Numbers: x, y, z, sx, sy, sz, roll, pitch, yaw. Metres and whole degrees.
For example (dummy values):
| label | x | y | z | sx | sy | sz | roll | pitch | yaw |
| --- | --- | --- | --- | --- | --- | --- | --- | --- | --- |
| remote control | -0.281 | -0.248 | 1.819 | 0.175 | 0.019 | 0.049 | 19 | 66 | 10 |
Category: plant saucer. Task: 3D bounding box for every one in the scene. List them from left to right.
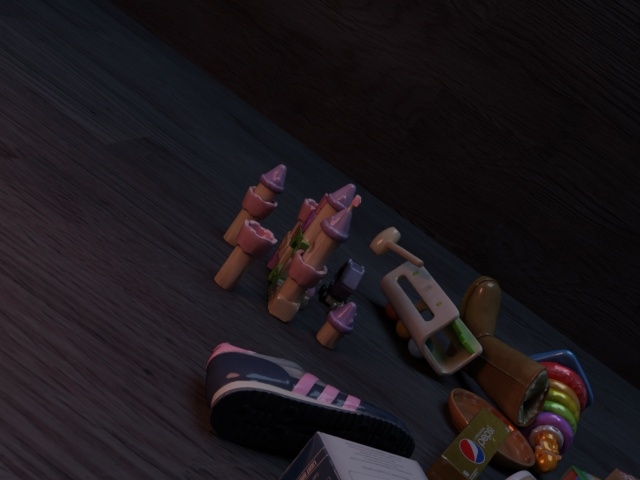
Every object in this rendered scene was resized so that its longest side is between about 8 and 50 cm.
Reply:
| label | x | y | z | sx | sy | sz | roll | pitch | yaw |
| --- | --- | --- | --- | --- | --- | --- | --- | --- | --- |
| plant saucer | 0.321 | 0.366 | 1.410 | 0.200 | 0.037 | 0.200 | 34 | 15 | -11 |

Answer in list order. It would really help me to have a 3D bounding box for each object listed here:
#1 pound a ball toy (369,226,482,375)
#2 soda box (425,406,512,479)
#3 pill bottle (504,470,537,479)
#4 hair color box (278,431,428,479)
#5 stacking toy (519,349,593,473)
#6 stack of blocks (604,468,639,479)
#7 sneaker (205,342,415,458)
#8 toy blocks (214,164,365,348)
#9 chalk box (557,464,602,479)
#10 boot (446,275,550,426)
| label | x | y | z | sx | sy | sz | roll | pitch | yaw |
| --- | --- | --- | --- | --- | --- | --- | --- | --- | --- |
| pound a ball toy | 0.200 | 0.132 | 1.623 | 0.208 | 0.135 | 0.319 | 54 | 3 | -28 |
| soda box | 0.237 | 0.337 | 1.169 | 0.061 | 0.058 | 0.181 | 40 | 31 | 18 |
| pill bottle | 0.319 | 0.433 | 1.042 | 0.112 | 0.112 | 0.187 | 18 | 23 | -51 |
| hair color box | 0.089 | 0.366 | 0.736 | 0.174 | 0.105 | 0.347 | 26 | 17 | -34 |
| stacking toy | 0.471 | 0.380 | 1.529 | 0.166 | 0.175 | 0.302 | 62 | 26 | -15 |
| stack of blocks | 0.673 | 0.593 | 1.405 | 0.171 | 0.087 | 0.297 | 30 | 16 | -25 |
| sneaker | -0.009 | 0.215 | 0.973 | 0.319 | 0.112 | 0.131 | 29 | 19 | -31 |
| toy blocks | 0.000 | 0.000 | 1.375 | 0.309 | 0.260 | 0.288 | 32 | 14 | -14 |
| chalk box | 0.424 | 0.460 | 1.160 | 0.213 | 0.132 | 0.132 | 31 | 16 | -24 |
| boot | 0.393 | 0.227 | 1.566 | 0.089 | 0.236 | 0.269 | 9 | 13 | -25 |
